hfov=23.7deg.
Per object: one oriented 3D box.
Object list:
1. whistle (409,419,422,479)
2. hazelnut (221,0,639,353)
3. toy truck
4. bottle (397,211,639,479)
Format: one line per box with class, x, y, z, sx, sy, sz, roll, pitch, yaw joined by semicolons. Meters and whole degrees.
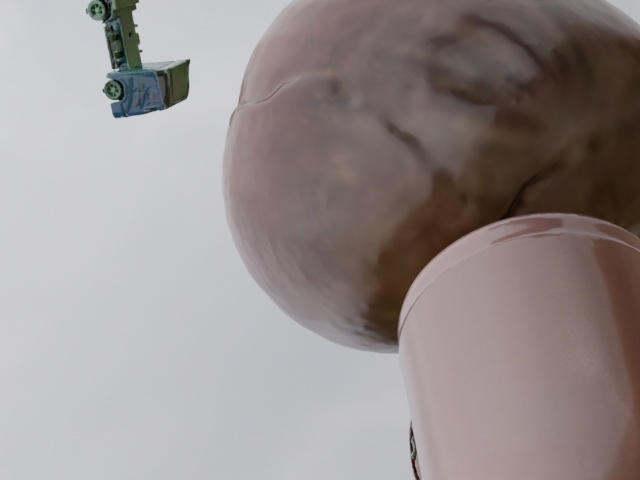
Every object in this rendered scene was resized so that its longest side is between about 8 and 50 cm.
whistle;0.151;0.261;1.477;0.133;0.142;0.346;10;-104;-37
hazelnut;0.096;-0.068;1.167;0.372;0.372;0.315;-43;-70;-45
toy truck;-0.188;-0.217;1.583;0.067;0.081;0.175;-39;-57;-63
bottle;0.129;0.146;0.841;0.173;0.206;0.297;53;-161;-40
